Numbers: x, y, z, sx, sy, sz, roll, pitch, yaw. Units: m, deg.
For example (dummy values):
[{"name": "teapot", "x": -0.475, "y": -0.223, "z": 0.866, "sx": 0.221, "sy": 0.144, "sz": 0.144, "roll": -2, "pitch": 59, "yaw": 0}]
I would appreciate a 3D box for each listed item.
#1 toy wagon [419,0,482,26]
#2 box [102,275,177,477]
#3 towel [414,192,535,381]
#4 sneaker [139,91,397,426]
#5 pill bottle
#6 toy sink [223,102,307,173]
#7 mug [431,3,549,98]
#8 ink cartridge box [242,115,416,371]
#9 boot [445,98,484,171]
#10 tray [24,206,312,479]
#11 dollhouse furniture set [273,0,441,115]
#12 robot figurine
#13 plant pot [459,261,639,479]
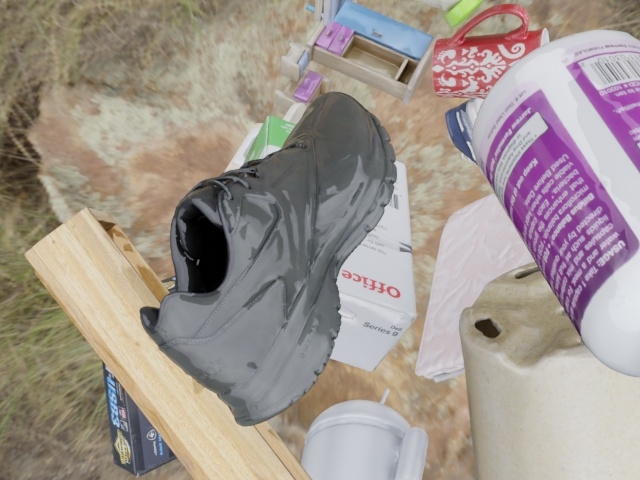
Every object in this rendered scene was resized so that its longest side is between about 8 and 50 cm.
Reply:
[{"name": "toy wagon", "x": 0.164, "y": -0.454, "z": 1.548, "sx": 0.267, "sy": 0.068, "sz": 0.344, "roll": 48, "pitch": 45, "yaw": -2}, {"name": "box", "x": -0.225, "y": 0.205, "z": 1.857, "sx": 0.293, "sy": 0.073, "sz": 0.296, "roll": -18, "pitch": 113, "yaw": -40}, {"name": "towel", "x": 0.289, "y": 0.033, "z": 1.589, "sx": 0.053, "sy": 0.332, "sz": 0.317, "roll": 36, "pitch": 51, "yaw": -27}, {"name": "sneaker", "x": -0.034, "y": -0.017, "z": 0.783, "sx": 0.130, "sy": 0.109, "sz": 0.286, "roll": 37, "pitch": 46, "yaw": -21}, {"name": "pill bottle", "x": 0.247, "y": -0.006, "z": 0.831, "sx": 0.169, "sy": 0.169, "sz": 0.301, "roll": -23, "pitch": 53, "yaw": 0}, {"name": "toy sink", "x": -0.071, "y": -0.103, "z": 1.841, "sx": 0.131, "sy": 0.234, "sz": 0.153, "roll": 8, "pitch": 57, "yaw": 33}, {"name": "mug", "x": 0.264, "y": -0.287, "z": 1.712, "sx": 0.169, "sy": 0.113, "sz": 0.150, "roll": 1, "pitch": 100, "yaw": 20}, {"name": "ink cartridge box", "x": 0.000, "y": 0.000, "z": 1.414, "sx": 0.211, "sy": 0.289, "sz": 0.121, "roll": 19, "pitch": 131, "yaw": -16}, {"name": "boot", "x": 0.275, "y": -0.144, "z": 1.832, "sx": 0.069, "sy": 0.086, "sz": 0.190, "roll": -22, "pitch": 92, "yaw": -32}, {"name": "tray", "x": -0.110, "y": 0.157, "z": 1.031, "sx": 0.076, "sy": 0.203, "sz": 0.411, "roll": -38, "pitch": 93, "yaw": -4}, {"name": "dollhouse furniture set", "x": 0.080, "y": -0.359, "z": 1.765, "sx": 0.198, "sy": 0.303, "sz": 0.286, "roll": 24, "pitch": 61, "yaw": 9}, {"name": "robot figurine", "x": 0.060, "y": 0.414, "z": 1.850, "sx": 0.300, "sy": 0.353, "sz": 0.200, "roll": -31, "pitch": 121, "yaw": 33}, {"name": "plant pot", "x": 0.284, "y": 0.193, "z": 1.155, "sx": 0.333, "sy": 0.334, "sz": 0.305, "roll": -18, "pitch": 112, "yaw": 0}]
